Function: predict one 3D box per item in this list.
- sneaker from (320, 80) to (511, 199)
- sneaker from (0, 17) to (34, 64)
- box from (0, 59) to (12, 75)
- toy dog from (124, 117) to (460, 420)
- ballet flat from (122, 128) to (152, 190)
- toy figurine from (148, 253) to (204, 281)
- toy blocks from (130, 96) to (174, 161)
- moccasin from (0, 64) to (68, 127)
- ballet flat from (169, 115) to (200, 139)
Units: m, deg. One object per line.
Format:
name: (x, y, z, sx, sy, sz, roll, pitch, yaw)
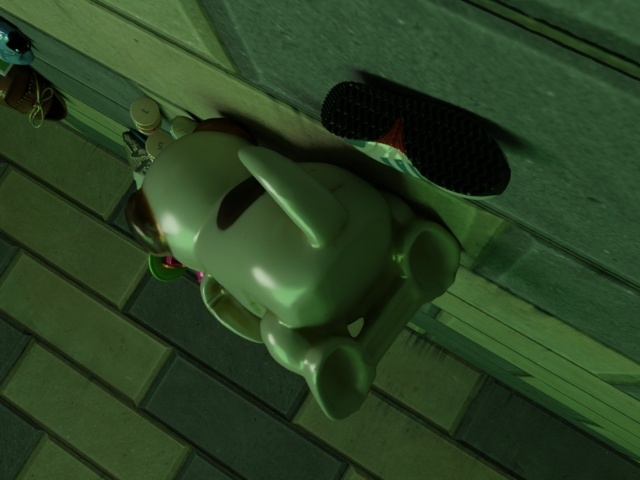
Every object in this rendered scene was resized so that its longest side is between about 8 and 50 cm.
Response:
sneaker: (0.081, -0.079, 0.503, 0.161, 0.057, 0.075, 27, -171, 23)
sneaker: (-0.639, -0.404, 1.309, 0.073, 0.063, 0.162, 28, 174, 2)
box: (-0.746, -0.441, 1.405, 0.102, 0.087, 0.101, 26, 172, 38)
toy dog: (-0.087, -0.002, 0.847, 0.408, 0.285, 0.395, 29, 173, 37)
ballet flat: (-0.395, -0.123, 1.790, 0.482, 0.182, 0.164, 32, 175, -5)
toy figurine: (-0.240, 0.045, 1.304, 0.159, 0.130, 0.173, 18, -172, 31)
toy blocks: (-0.321, -0.203, 1.211, 0.123, 0.054, 0.148, 67, 169, -4)
moccasin: (-0.859, -0.421, 1.865, 0.147, 0.139, 0.380, 31, 174, -4)
ballet flat: (-0.199, -0.176, 1.110, 0.052, 0.057, 0.168, -3, 162, 24)
